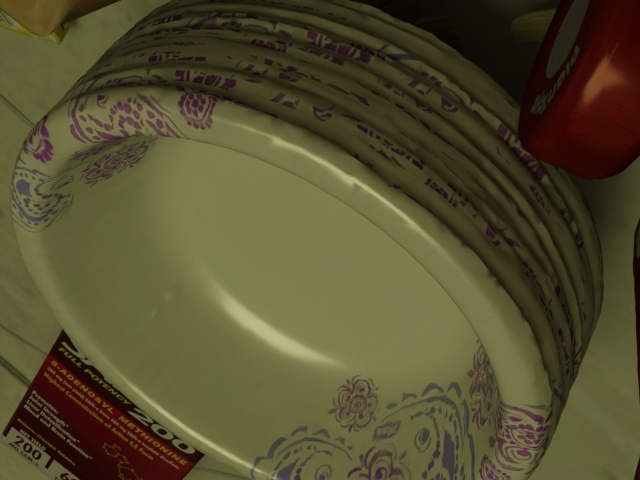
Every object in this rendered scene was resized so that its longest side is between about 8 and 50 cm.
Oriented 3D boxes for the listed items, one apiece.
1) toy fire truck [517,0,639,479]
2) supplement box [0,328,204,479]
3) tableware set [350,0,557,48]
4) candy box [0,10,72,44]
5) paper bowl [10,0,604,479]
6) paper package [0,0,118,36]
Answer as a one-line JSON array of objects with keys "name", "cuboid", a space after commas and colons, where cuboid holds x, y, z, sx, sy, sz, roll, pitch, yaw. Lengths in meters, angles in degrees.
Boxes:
[{"name": "toy fire truck", "cuboid": [0.181, -0.051, 0.339, 0.169, 0.254, 0.302, 23, 127, -5]}, {"name": "supplement box", "cuboid": [-0.130, 0.107, 0.820, 0.130, 0.073, 0.239, 37, 135, -1]}, {"name": "tableware set", "cuboid": [0.058, -0.149, 0.520, 0.194, 0.039, 0.128, 1, 138, 37]}, {"name": "candy box", "cuboid": [-0.248, -0.175, 0.660, 0.206, 0.027, 0.105, 19, 158, 16]}, {"name": "paper bowl", "cuboid": [0.000, 0.000, 0.583, 0.284, 0.148, 0.284, 20, 143, 16]}, {"name": "paper package", "cuboid": [-0.114, -0.288, 0.378, 0.309, 0.168, 0.325, 37, 138, 20]}]
